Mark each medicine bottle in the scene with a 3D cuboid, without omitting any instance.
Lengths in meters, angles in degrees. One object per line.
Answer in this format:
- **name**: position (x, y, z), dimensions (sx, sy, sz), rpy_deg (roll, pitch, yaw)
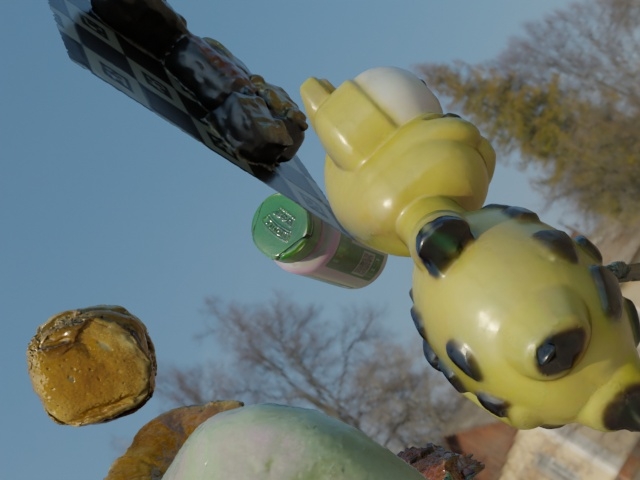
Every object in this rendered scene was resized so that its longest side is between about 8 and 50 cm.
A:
- **medicine bottle**: position (0.000, 0.000, 1.595), dimensions (0.133, 0.133, 0.274), rpy_deg (-61, -29, 6)

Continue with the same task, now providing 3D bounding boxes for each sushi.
- **sushi**: position (-0.121, -0.182, 1.011), dimensions (0.359, 0.343, 0.064), rpy_deg (31, -74, -36)

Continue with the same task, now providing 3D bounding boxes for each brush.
- **brush**: position (0.469, 0.044, 1.478), dimensions (0.190, 0.034, 0.027), rpy_deg (0, -41, -48)

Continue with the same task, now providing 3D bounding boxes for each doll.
- **doll**: position (0.060, -0.008, 0.458), dimensions (0.086, 0.291, 0.117), rpy_deg (-40, -61, 6)

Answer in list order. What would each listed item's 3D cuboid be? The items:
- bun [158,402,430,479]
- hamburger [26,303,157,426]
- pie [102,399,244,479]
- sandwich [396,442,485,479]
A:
- **bun**: position (-0.027, 0.285, 0.792), dimensions (0.187, 0.293, 0.293), rpy_deg (-54, -17, -48)
- **hamburger**: position (-0.416, 0.224, 1.785), dimensions (0.244, 0.244, 0.163), rpy_deg (-64, 13, 15)
- **pie**: position (-0.239, 0.408, 1.764), dimensions (0.339, 0.339, 0.083), rpy_deg (-43, -58, -37)
- **sandwich**: position (0.170, 0.415, 1.461), dimensions (0.250, 0.162, 0.301), rpy_deg (-47, 2, 21)
